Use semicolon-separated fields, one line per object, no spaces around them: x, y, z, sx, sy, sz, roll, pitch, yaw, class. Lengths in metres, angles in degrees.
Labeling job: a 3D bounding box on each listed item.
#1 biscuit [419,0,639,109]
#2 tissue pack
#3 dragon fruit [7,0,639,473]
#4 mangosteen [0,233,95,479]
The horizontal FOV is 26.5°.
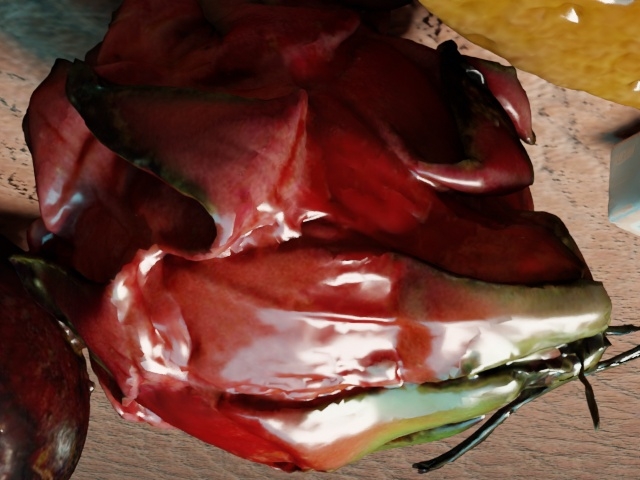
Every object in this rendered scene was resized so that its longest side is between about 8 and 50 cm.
0.225;-0.152;0.412;0.455;0.078;0.350;-10;158;31;biscuit
0.207;-0.036;0.718;0.074;0.058;0.094;18;153;-28;tissue pack
0.000;0.000;0.569;0.293;0.233;0.234;26;179;44;dragon fruit
-0.220;0.070;0.863;0.261;0.235;0.235;-32;157;-5;mangosteen
